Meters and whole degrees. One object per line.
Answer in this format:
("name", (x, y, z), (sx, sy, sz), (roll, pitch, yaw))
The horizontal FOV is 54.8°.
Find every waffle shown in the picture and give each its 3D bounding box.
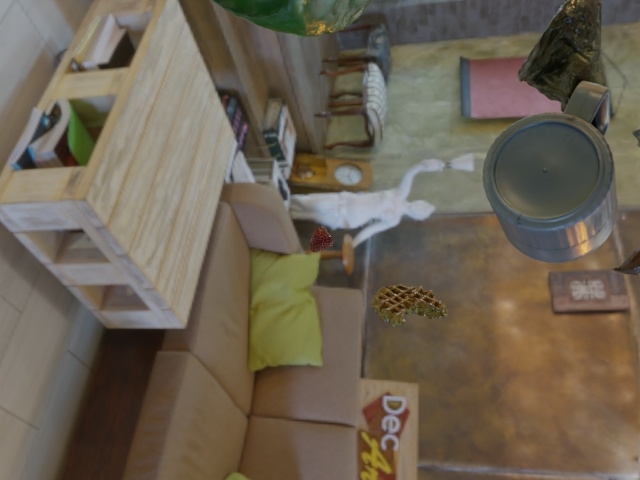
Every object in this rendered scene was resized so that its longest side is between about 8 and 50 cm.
("waffle", (0.218, 0.166, 1.537), (0.149, 0.194, 0.051), (-122, -140, -53))

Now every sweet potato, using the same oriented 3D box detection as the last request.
("sweet potato", (0.782, 0.024, 1.403), (0.068, 0.226, 0.068), (57, 8, -12))

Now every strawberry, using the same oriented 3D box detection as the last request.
("strawberry", (0.000, 0.000, 1.890), (0.073, 0.083, 0.073), (52, -3, 4))

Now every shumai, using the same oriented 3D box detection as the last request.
("shumai", (0.603, -0.438, 1.426), (0.272, 0.203, 0.222), (-62, 172, 16))

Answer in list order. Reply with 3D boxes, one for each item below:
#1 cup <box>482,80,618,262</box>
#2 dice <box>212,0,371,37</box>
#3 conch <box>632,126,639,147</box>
("cup", (0.517, -0.124, 1.300), (0.257, 0.331, 0.311), (59, 15, 23))
("dice", (-0.049, -0.520, 0.975), (0.287, 0.297, 0.300), (-38, 159, -49))
("conch", (0.822, -0.237, 1.463), (0.114, 0.137, 0.234), (149, -82, -83))
